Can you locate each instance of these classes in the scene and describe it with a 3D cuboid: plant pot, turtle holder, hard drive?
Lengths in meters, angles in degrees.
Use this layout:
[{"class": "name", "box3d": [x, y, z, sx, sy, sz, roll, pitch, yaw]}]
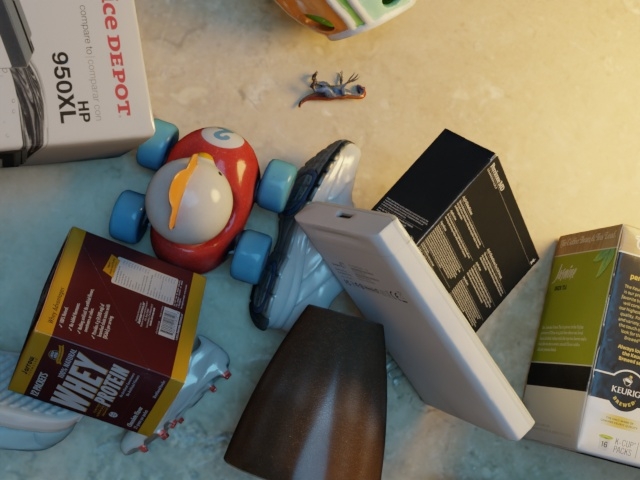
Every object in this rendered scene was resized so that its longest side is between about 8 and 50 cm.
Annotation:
[{"class": "plant pot", "box3d": [0.003, 0.210, 1.499, 0.215, 0.215, 0.230, 16, 87, -10]}, {"class": "turtle holder", "box3d": [0.046, -0.427, 1.587, 0.320, 0.243, 0.227, -46, 115, -51]}, {"class": "hard drive", "box3d": [0.122, 0.103, 1.483, 0.047, 0.233, 0.353, -42, 113, -17]}]

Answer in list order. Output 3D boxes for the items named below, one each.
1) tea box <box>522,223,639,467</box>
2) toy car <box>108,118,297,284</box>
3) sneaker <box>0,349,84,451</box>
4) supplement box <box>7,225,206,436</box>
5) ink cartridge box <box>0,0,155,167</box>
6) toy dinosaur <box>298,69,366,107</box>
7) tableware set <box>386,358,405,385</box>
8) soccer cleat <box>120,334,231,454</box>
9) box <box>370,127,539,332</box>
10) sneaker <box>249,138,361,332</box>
[{"class": "tea box", "box3d": [0.503, 0.175, 1.615, 0.329, 0.220, 0.323, 16, 83, -10]}, {"class": "toy car", "box3d": [-0.161, -0.067, 1.465, 0.219, 0.238, 0.210, 19, 81, 3]}, {"class": "sneaker", "box3d": [-0.491, 0.205, 1.426, 0.366, 0.150, 0.135, 20, 40, -18]}, {"class": "supplement box", "box3d": [-0.273, 0.118, 1.447, 0.194, 0.129, 0.191, 22, 41, -14]}, {"class": "ink cartridge box", "box3d": [-0.437, -0.242, 1.431, 0.395, 0.166, 0.285, -8, 88, -28]}, {"class": "toy dinosaur", "box3d": [0.024, -0.221, 1.651, 0.082, 0.047, 0.090, 29, 113, -17]}, {"class": "tableware set", "box3d": [0.062, 0.191, 1.620, 0.154, 0.024, 0.104, -38, 93, -12]}, {"class": "soccer cleat", "box3d": [-0.210, 0.216, 1.544, 0.196, 0.068, 0.076, -43, 80, -13]}, {"class": "box", "box3d": [0.187, 0.002, 1.548, 0.184, 0.261, 0.103, -45, 50, -10]}, {"class": "sneaker", "box3d": [0.000, 0.000, 1.596, 0.129, 0.111, 0.297, 21, 88, -22]}]
